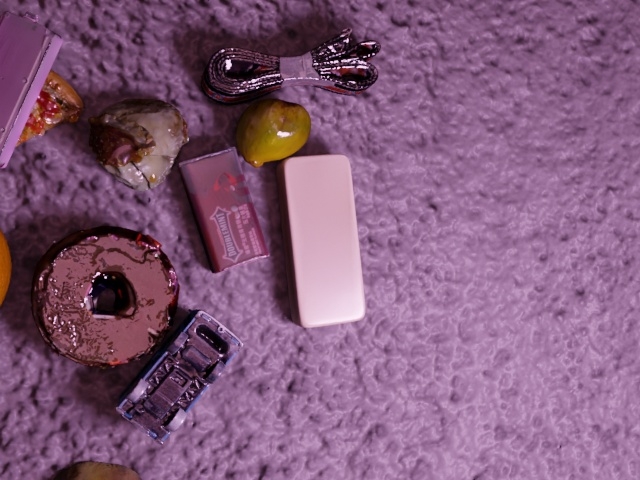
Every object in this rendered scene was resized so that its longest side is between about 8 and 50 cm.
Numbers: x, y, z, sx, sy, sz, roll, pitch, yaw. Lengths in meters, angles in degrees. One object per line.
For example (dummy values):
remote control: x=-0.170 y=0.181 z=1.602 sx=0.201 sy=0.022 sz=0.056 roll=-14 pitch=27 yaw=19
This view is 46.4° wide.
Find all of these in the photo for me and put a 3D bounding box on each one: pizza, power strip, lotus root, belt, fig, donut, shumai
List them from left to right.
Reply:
power strip: x=-0.550 y=-0.262 z=1.299 sx=0.109 sy=0.037 sz=0.279 roll=23 pitch=88 yaw=8
pizza: x=-0.545 y=-0.232 z=1.346 sx=0.188 sy=0.062 sz=0.199 roll=31 pitch=82 yaw=-11
lotus root: x=-0.413 y=0.503 z=1.358 sx=0.204 sy=0.078 sz=0.183 roll=11 pitch=86 yaw=-17
donut: x=-0.389 y=0.100 z=1.361 sx=0.270 sy=0.103 sz=0.269 roll=0 pitch=91 yaw=-18
shumai: x=-0.330 y=-0.192 z=1.365 sx=0.184 sy=0.142 sz=0.184 roll=0 pitch=92 yaw=-15
fig: x=-0.093 y=-0.215 z=1.440 sx=0.153 sy=0.136 sz=0.120 roll=-24 pitch=76 yaw=24
belt: x=-0.056 y=-0.333 z=1.473 sx=0.360 sy=0.094 sz=0.126 roll=-12 pitch=93 yaw=-16

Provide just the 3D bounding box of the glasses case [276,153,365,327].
glasses case: x=0.000 y=0.000 z=1.490 sx=0.144 sy=0.076 sz=0.336 roll=-5 pitch=90 yaw=-16

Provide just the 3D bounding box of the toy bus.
toy bus: x=-0.259 y=0.240 z=1.378 sx=0.116 sy=0.133 sz=0.234 roll=41 pitch=83 yaw=-10

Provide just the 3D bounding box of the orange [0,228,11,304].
orange: x=-0.643 y=0.040 z=1.206 sx=0.274 sy=0.274 sz=0.274 roll=0 pitch=88 yaw=-16

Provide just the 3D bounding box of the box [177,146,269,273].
box: x=-0.187 y=-0.057 z=1.443 sx=0.120 sy=0.069 sz=0.224 roll=-17 pitch=95 yaw=-16
